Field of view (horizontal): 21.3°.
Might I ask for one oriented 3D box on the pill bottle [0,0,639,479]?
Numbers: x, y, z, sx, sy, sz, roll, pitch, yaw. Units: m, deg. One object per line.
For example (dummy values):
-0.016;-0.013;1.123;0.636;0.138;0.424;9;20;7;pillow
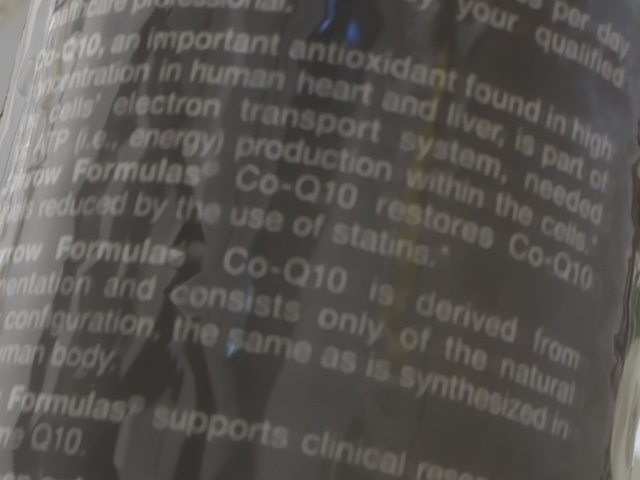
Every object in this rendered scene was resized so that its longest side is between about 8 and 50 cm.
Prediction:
0.000;0.000;0.512;0.204;0.204;0.361;67;-147;-71;pill bottle
